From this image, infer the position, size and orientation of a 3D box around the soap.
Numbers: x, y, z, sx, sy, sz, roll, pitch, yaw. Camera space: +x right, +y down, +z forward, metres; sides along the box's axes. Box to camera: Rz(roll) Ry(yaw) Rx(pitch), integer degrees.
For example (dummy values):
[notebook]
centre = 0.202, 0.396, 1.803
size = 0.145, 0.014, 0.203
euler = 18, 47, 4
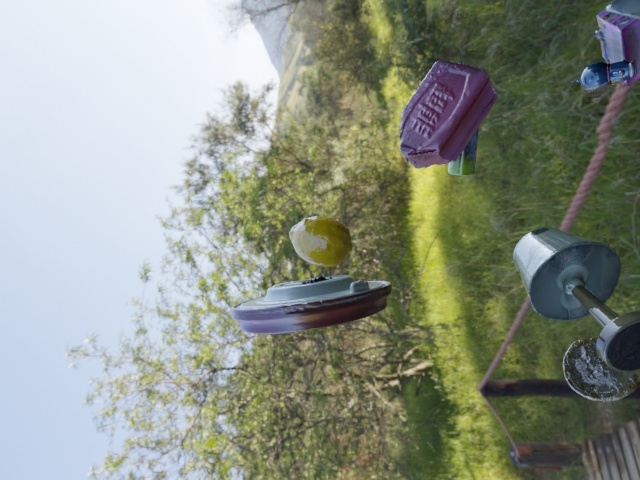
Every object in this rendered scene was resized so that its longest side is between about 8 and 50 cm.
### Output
[soap]
centre = 0.288, -0.288, 1.088
size = 0.099, 0.162, 0.250
euler = 31, -88, -49

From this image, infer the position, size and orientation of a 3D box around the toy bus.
[toy bus]
centre = 0.915, -0.589, 1.393
size = 0.274, 0.090, 0.112
euler = 34, -153, -47

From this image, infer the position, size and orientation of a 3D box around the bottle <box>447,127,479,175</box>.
[bottle]
centre = 0.492, -0.392, 1.557
size = 0.093, 0.093, 0.330
euler = -78, -13, -69

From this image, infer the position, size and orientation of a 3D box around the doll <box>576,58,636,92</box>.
[doll]
centre = 0.844, -0.490, 1.358
size = 0.114, 0.151, 0.086
euler = -33, -67, -46

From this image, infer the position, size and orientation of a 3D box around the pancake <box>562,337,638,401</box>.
[pancake]
centre = 0.635, 0.295, 1.043
size = 0.025, 0.151, 0.152
euler = 51, -148, -50

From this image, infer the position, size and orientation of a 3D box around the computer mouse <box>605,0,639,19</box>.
[computer mouse]
centre = 0.496, -0.362, 0.712
size = 0.056, 0.110, 0.032
euler = 55, 141, 45

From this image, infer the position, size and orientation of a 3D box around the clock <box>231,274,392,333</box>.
[clock]
centre = -0.018, 0.111, 0.903
size = 0.318, 0.318, 0.080
euler = -14, -85, -84

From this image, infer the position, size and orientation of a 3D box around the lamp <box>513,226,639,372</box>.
[lamp]
centre = 0.330, 0.063, 0.575
size = 0.215, 0.121, 0.121
euler = -98, 2, -65

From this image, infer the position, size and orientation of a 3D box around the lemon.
[lemon]
centre = 0.000, 0.000, 1.034
size = 0.114, 0.155, 0.114
euler = 13, -90, -71
